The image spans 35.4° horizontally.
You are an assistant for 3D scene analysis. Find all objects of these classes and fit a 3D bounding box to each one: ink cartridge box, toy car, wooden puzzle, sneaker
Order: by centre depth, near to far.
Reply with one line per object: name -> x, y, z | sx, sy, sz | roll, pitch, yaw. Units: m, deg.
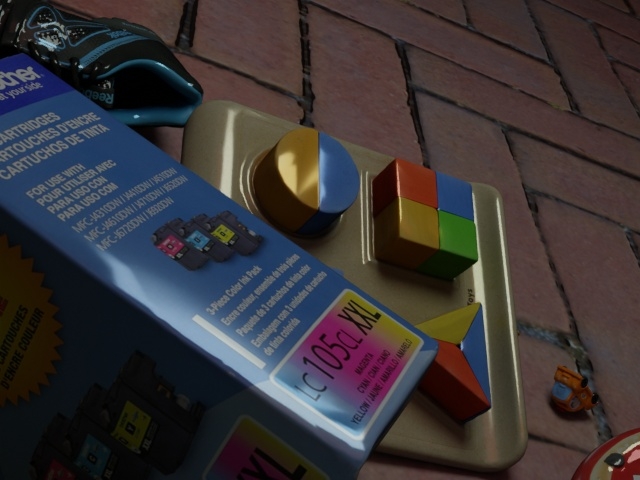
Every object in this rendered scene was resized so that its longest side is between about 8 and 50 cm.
ink cartridge box -> -0.170, 0.073, 0.629 | 0.395, 0.270, 0.151 | 36, 29, 9
wooden puzzle -> 0.039, 0.030, 0.932 | 0.347, 0.080, 0.322 | 14, 57, -21
sneaker -> -0.273, -0.178, 0.987 | 0.340, 0.125, 0.139 | -2, 28, -38
toy car -> 0.236, 0.145, 1.074 | 0.122, 0.060, 0.040 | 33, 74, 34

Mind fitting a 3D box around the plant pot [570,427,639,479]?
plant pot -> 0.279, 0.247, 0.767 | 0.191, 0.174, 0.191 | -9, 28, 5
